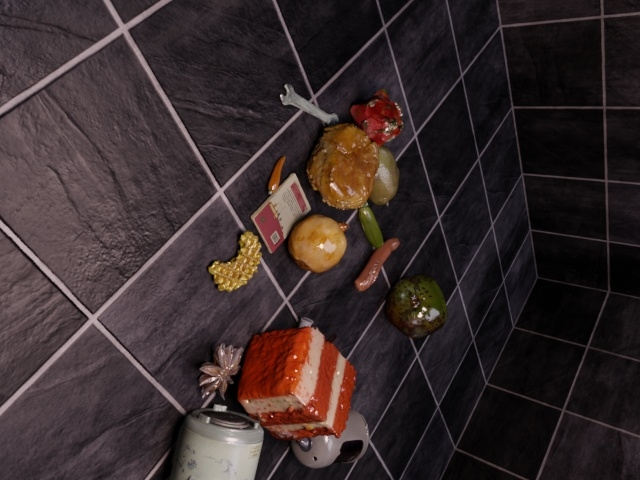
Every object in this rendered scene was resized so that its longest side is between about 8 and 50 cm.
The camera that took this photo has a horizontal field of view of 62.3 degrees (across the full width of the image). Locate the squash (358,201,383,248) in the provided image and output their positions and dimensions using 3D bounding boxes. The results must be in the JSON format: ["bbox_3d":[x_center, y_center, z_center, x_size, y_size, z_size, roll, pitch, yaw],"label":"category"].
[{"bbox_3d":[0.199,-0.058,2.137,0.066,0.066,0.252,-52,133,-29],"label":"squash"}]

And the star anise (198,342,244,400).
[{"bbox_3d":[-0.314,0.402,1.629,0.183,0.065,0.195,-66,150,-10],"label":"star anise"}]

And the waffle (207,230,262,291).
[{"bbox_3d":[-0.257,0.066,1.624,0.194,0.051,0.149,-37,126,-33],"label":"waffle"}]

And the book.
[{"bbox_3d":[-0.127,-0.092,1.763,0.232,0.022,0.162,-51,136,-30],"label":"book"}]

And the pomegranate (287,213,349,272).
[{"bbox_3d":[-0.012,0.010,1.799,0.207,0.207,0.207,-16,112,-48],"label":"pomegranate"}]

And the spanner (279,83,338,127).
[{"bbox_3d":[-0.034,-0.445,1.791,0.301,0.017,0.071,18,86,-51],"label":"spanner"}]

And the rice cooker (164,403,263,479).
[{"bbox_3d":[-0.307,0.654,1.551,0.316,0.264,0.317,12,90,-87],"label":"rice cooker"}]

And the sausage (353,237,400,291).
[{"bbox_3d":[0.235,0.092,2.209,0.304,0.078,0.078,-52,135,-27],"label":"sausage"}]

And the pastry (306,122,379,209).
[{"bbox_3d":[0.074,-0.253,1.853,0.255,0.161,0.311,33,64,-25],"label":"pastry"}]

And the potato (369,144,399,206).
[{"bbox_3d":[0.224,-0.248,2.052,0.174,0.159,0.252,-27,110,-14],"label":"potato"}]

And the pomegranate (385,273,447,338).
[{"bbox_3d":[0.429,0.303,2.390,0.341,0.284,0.285,54,54,-74],"label":"pomegranate"}]

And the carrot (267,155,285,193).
[{"bbox_3d":[-0.142,-0.212,1.708,0.035,0.035,0.142,33,69,-49],"label":"carrot"}]

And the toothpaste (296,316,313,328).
[{"bbox_3d":[-0.086,0.395,1.921,0.089,0.057,0.234,12,100,-49],"label":"toothpaste"}]

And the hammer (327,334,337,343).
[{"bbox_3d":[0.014,0.414,2.065,0.178,0.021,0.065,-37,125,-40],"label":"hammer"}]

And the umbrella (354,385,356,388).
[{"bbox_3d":[0.121,0.571,2.234,0.027,0.025,0.165,-32,122,-19],"label":"umbrella"}]

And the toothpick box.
[{"bbox_3d":[0.016,0.740,2.020,0.316,0.228,0.229,18,85,-49],"label":"toothpick box"}]

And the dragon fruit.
[{"bbox_3d":[0.234,-0.455,1.969,0.269,0.200,0.199,-27,130,-45],"label":"dragon fruit"}]

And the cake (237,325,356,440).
[{"bbox_3d":[-0.082,0.466,1.710,0.320,0.269,0.270,51,37,-32],"label":"cake"}]
